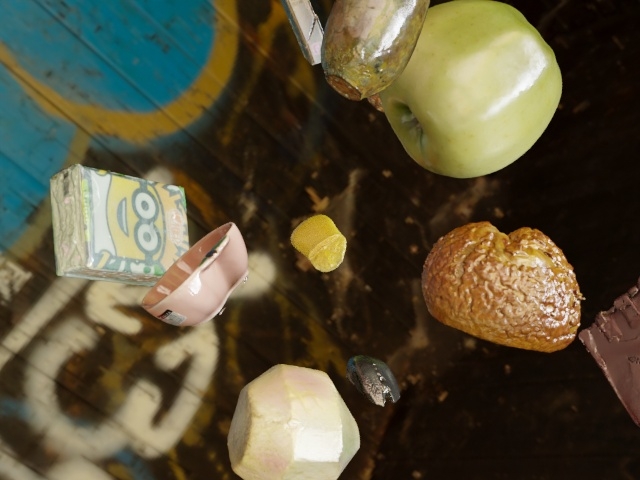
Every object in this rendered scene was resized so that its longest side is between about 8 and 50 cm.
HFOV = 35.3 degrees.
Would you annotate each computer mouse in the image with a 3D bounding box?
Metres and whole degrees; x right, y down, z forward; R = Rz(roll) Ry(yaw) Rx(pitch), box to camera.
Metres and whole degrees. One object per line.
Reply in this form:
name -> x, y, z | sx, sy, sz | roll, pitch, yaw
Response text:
computer mouse -> 0.099, 0.255, 1.877 | 0.135, 0.079, 0.047 | 53, -37, 44

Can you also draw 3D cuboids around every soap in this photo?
soap -> 0.000, 0.000, 1.909 | 0.089, 0.033, 0.168 | -41, -146, -5

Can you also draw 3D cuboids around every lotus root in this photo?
lotus root -> 0.095, -0.369, 1.677 | 0.274, 0.160, 0.152 | -68, -165, -7

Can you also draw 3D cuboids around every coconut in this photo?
coconut -> -0.043, 0.361, 1.884 | 0.259, 0.259, 0.259 | -37, -152, 23

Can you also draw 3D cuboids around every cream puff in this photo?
cream puff -> 0.336, 0.074, 1.845 | 0.303, 0.303, 0.212 | -133, -126, -64

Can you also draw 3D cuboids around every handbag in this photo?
handbag -> 0.537, 0.165, 1.577 | 0.203, 0.074, 0.216 | -49, -128, 29

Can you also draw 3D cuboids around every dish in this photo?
dish -> -0.199, 0.073, 1.712 | 0.213, 0.090, 0.213 | -38, -166, 12

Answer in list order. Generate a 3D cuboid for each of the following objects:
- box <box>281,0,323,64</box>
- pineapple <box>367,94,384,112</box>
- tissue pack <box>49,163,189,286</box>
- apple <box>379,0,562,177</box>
box -> -0.066, -0.498, 1.918 | 0.047, 0.324, 0.180 | -24, -165, 1
pineapple -> 0.243, -0.462, 2.637 | 0.310, 0.170, 0.141 | -54, -166, 48
tissue pack -> -0.430, -0.026, 2.191 | 0.128, 0.311, 0.227 | -16, -106, 36
apple -> 0.292, -0.308, 2.007 | 0.357, 0.357, 0.357 | -37, -152, 23
